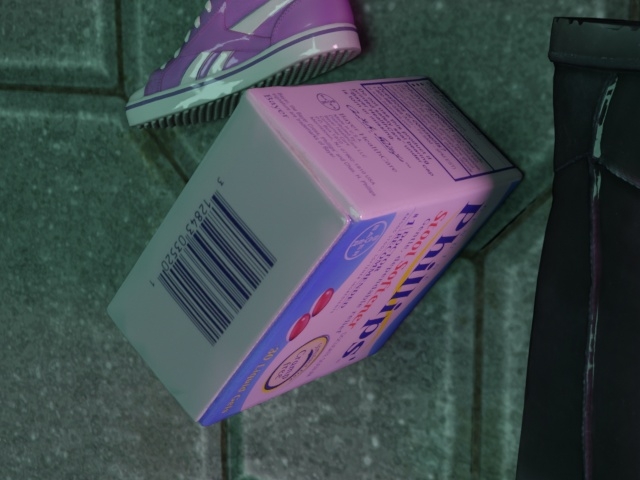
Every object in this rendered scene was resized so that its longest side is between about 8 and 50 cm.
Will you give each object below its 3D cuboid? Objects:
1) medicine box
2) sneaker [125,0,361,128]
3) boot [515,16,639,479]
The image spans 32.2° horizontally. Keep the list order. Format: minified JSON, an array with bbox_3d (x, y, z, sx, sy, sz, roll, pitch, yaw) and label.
[{"bbox_3d":[0.000,0.000,1.009,0.149,0.289,0.263,48,123,19],"label":"medicine box"},{"bbox_3d":[-0.097,-0.220,1.156,0.282,0.102,0.161,-20,85,25],"label":"sneaker"},{"bbox_3d":[0.301,0.066,0.848,0.367,0.146,0.445,28,118,60],"label":"boot"}]
